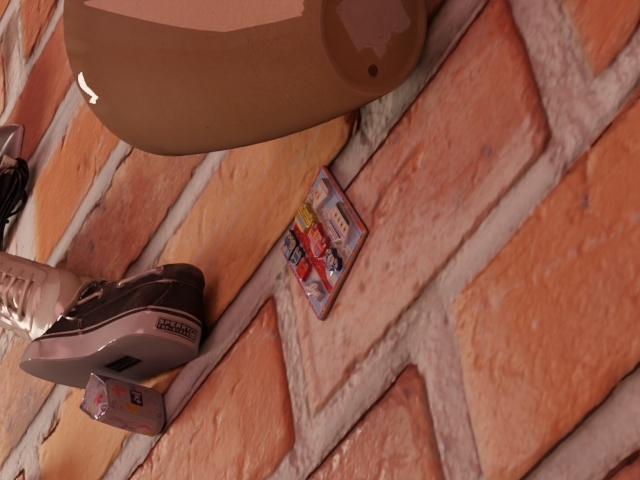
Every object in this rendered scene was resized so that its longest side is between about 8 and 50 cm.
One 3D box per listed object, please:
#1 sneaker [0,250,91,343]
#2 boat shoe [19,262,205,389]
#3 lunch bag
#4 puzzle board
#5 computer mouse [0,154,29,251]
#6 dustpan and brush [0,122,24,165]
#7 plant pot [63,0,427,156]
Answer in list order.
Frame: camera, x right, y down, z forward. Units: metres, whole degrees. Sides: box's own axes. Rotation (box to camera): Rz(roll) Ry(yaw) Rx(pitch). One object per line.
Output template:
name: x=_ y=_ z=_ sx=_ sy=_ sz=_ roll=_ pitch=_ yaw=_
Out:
sneaker: x=-0.380 y=0.077 z=2.014 sx=0.305 sy=0.152 sz=0.114 roll=9 pitch=83 yaw=62
boat shoe: x=-0.226 y=0.089 z=1.752 sx=0.306 sy=0.113 sz=0.104 roll=-26 pitch=48 yaw=54
lunch bag: x=-0.207 y=0.175 z=1.714 sx=0.083 sy=0.071 sz=0.053 roll=25 pitch=95 yaw=66
puzzle board: x=0.000 y=0.000 z=1.466 sx=0.096 sy=0.011 sz=0.128 roll=-64 pitch=29 yaw=21
computer mouse: x=-0.543 y=-0.096 z=2.417 sx=0.272 sy=0.072 sz=0.188 roll=43 pitch=120 yaw=38
dustpan and brush: x=-0.531 y=-0.096 z=2.501 sx=0.211 sy=0.060 sz=0.147 roll=-21 pitch=58 yaw=58
plant pot: x=-0.047 y=-0.197 z=1.437 sx=0.274 sy=0.256 sz=0.256 roll=7 pitch=83 yaw=48
